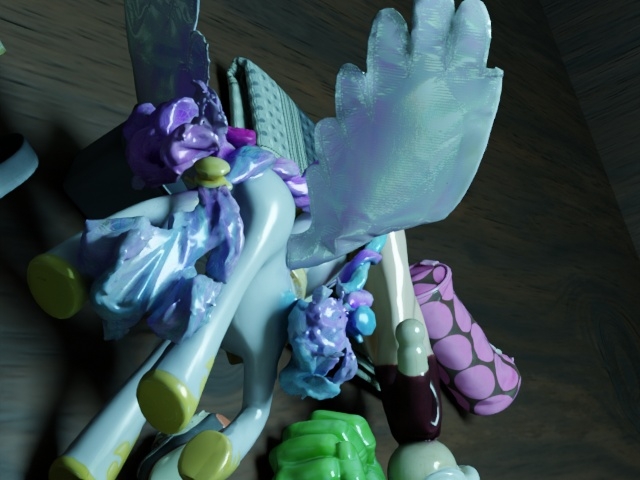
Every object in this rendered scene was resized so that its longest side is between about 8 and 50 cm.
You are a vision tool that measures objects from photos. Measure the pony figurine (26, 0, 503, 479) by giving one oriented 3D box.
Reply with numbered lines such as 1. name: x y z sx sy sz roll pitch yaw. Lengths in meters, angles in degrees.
1. pony figurine: -0.056 -0.013 0.958 0.363 0.302 0.351 -48 149 -47

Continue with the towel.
1. towel: 0.000 0.000 1.457 0.312 0.056 0.324 41 31 -50

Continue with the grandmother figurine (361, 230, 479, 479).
1. grandmother figurine: 0.079 0.123 1.318 0.208 0.104 0.342 32 45 -76

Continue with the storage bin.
1. storage bin: -0.146 -0.044 1.118 0.135 0.091 0.098 53 26 -29

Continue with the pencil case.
1. pencil case: 0.166 0.116 1.633 0.098 0.095 0.209 -50 121 -26

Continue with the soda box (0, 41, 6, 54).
1. soda box: -0.309 -0.195 0.953 0.181 0.061 0.058 59 25 -14

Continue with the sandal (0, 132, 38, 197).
1. sandal: -0.261 -0.025 0.848 0.054 0.097 0.254 60 24 -13

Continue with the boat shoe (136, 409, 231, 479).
1. boat shoe: -0.111 0.167 1.057 0.043 0.049 0.137 27 18 19

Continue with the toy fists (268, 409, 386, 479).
1. toy fists: 0.010 0.265 1.152 0.142 0.096 0.279 52 28 -27
